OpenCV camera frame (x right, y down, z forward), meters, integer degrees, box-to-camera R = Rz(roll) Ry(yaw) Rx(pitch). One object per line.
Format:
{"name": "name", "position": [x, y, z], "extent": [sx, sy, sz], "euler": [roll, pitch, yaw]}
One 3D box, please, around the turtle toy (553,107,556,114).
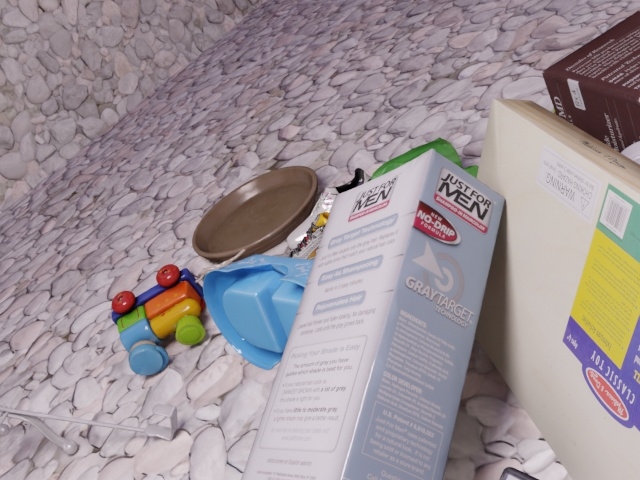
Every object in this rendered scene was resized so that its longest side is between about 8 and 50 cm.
{"name": "turtle toy", "position": [0.427, -0.223, 1.131], "extent": [0.130, 0.095, 0.066], "euler": [-14, 54, 29]}

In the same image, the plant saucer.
{"name": "plant saucer", "position": [-0.122, -0.049, 1.415], "extent": [0.278, 0.041, 0.277], "euler": [-24, 30, 14]}

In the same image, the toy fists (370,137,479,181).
{"name": "toy fists", "position": [0.165, -0.068, 1.120], "extent": [0.142, 0.096, 0.279], "euler": [-20, 27, -2]}

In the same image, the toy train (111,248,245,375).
{"name": "toy train", "position": [-0.218, 0.111, 1.197], "extent": [0.248, 0.105, 0.143], "euler": [-31, 39, 0]}

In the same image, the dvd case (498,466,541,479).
{"name": "dvd case", "position": [0.201, 0.293, 0.525], "extent": [0.253, 0.022, 0.180], "euler": [12, 69, 52]}

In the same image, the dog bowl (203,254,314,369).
{"name": "dog bowl", "position": [-0.039, 0.099, 0.985], "extent": [0.297, 0.165, 0.074], "euler": [5, 32, 48]}

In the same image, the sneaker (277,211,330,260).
{"name": "sneaker", "position": [0.000, 0.000, 1.164], "extent": [0.225, 0.092, 0.088], "euler": [-28, 29, 7]}

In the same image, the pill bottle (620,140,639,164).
{"name": "pill bottle", "position": [0.364, -0.004, 0.779], "extent": [0.136, 0.136, 0.245], "euler": [-13, 33, 30]}

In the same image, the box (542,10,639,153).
{"name": "box", "position": [0.436, -0.176, 0.950], "extent": [0.167, 0.168, 0.203], "euler": [-33, 28, -4]}

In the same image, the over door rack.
{"name": "over door rack", "position": [-0.367, 0.342, 0.977], "extent": [0.324, 0.108, 0.239], "euler": [-3, 37, 17]}

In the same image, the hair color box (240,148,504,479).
{"name": "hair color box", "position": [0.054, 0.110, 0.750], "extent": [0.185, 0.114, 0.374], "euler": [-22, 45, 55]}

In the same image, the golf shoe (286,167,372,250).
{"name": "golf shoe", "position": [0.014, -0.052, 1.242], "extent": [0.186, 0.086, 0.067], "euler": [-35, 30, -6]}

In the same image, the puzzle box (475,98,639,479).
{"name": "puzzle box", "position": [0.242, 0.050, 0.693], "extent": [0.052, 0.272, 0.409], "euler": [0, 27, -13]}
